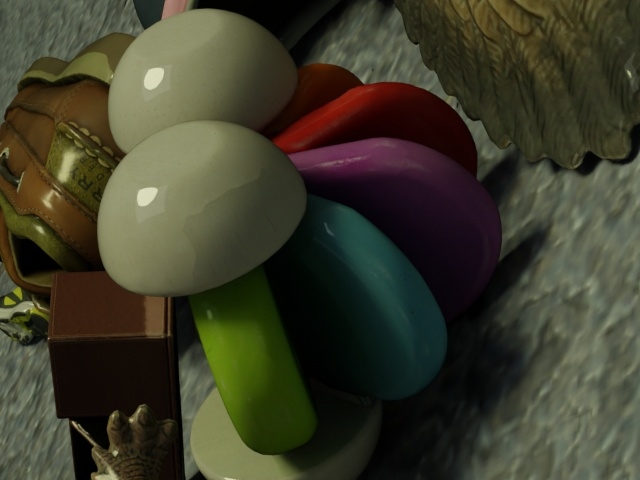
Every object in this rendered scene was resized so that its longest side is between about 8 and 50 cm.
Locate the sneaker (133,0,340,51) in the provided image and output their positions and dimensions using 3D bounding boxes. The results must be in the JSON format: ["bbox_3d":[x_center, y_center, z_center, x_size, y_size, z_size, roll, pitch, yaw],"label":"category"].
[{"bbox_3d":[0.022,-0.191,0.912,0.319,0.112,0.131,-50,44,33],"label":"sneaker"}]

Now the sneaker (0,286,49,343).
[{"bbox_3d":[-0.173,0.040,1.132,0.083,0.031,0.035,-6,46,57],"label":"sneaker"}]

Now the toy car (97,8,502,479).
[{"bbox_3d":[0.000,0.000,0.713,0.136,0.159,0.182,-15,35,7],"label":"toy car"}]

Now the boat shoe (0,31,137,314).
[{"bbox_3d":[-0.126,-0.023,0.922,0.104,0.110,0.307,-53,5,-12],"label":"boat shoe"}]

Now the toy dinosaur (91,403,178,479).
[{"bbox_3d":[-0.062,0.188,0.590,0.296,0.127,0.200,-50,18,7],"label":"toy dinosaur"}]

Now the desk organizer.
[{"bbox_3d":[-0.085,0.074,0.803,0.047,0.050,0.130,-95,4,-51],"label":"desk organizer"}]

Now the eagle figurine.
[{"bbox_3d":[0.061,-0.209,0.677,0.225,0.226,0.298,-26,41,52],"label":"eagle figurine"}]
